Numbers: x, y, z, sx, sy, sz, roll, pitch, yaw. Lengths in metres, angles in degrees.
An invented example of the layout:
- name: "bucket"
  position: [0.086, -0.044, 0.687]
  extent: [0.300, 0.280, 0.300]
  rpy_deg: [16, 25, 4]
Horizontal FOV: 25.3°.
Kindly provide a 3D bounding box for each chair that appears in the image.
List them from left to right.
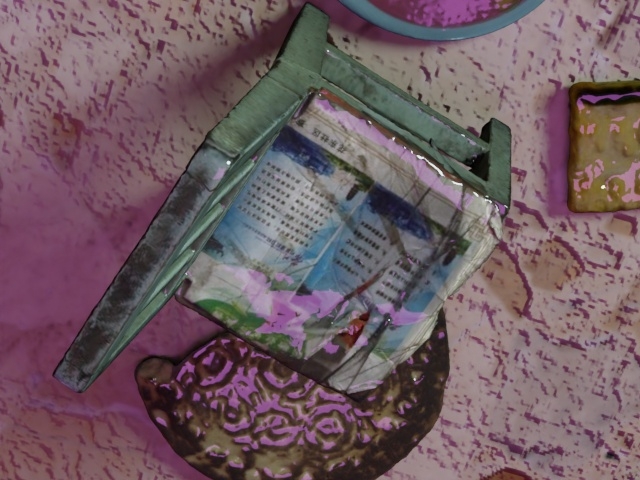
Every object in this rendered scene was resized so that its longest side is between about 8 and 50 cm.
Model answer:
- name: "chair"
  position: [0.000, 0.000, 0.691]
  extent: [0.147, 0.270, 0.136]
  rpy_deg: [33, 111, -6]

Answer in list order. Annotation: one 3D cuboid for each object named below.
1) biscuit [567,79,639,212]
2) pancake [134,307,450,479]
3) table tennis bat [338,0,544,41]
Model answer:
- name: "biscuit"
  position: [0.181, -0.054, 0.811]
  extent: [0.083, 0.018, 0.081]
  rpy_deg: [-4, 116, 3]
- name: "pancake"
  position: [-0.017, 0.085, 0.880]
  extent: [0.190, 0.020, 0.184]
  rpy_deg: [12, 116, -7]
- name: "table tennis bat"
  position: [0.026, -0.192, 0.737]
  extent: [0.244, 0.040, 0.153]
  rpy_deg: [19, 116, -14]
